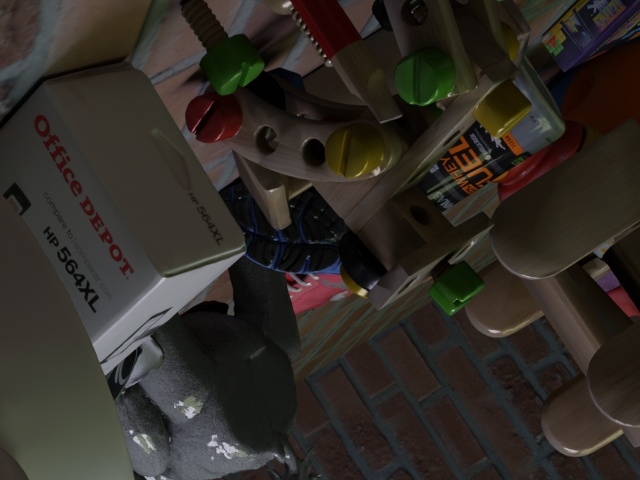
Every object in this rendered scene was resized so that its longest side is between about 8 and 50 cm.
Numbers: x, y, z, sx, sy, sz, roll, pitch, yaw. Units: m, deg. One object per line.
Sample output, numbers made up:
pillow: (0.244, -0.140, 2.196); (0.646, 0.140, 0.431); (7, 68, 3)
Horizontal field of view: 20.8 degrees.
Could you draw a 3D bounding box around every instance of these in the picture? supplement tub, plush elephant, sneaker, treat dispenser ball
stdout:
supplement tub: (0.128, -0.102, 1.669); (0.190, 0.117, 0.117); (-33, 171, 14)
plush elephant: (-0.151, 0.153, 1.681); (0.255, 0.330, 0.272); (-17, -169, 38)
sneaker: (-0.022, 0.035, 1.903); (0.136, 0.116, 0.314); (-30, 171, -11)
sneaker: (0.000, 0.000, 1.628); (0.221, 0.083, 0.087); (15, 172, -15)
treat dispenser ball: (0.397, -0.100, 2.089); (0.288, 0.288, 0.288); (-32, 171, -6)

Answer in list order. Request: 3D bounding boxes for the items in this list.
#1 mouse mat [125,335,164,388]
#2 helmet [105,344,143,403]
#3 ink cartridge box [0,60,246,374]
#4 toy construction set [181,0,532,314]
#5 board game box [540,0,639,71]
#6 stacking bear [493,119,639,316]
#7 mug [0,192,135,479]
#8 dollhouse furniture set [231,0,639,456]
mouse mat: (-0.244, 0.103, 1.475); (0.189, 0.153, 0.007); (-33, -146, 4)
helmet: (-0.236, 0.103, 1.360); (0.161, 0.169, 0.169); (-47, 175, -15)
ink cartridge box: (-0.165, 0.004, 1.117); (0.086, 0.148, 0.203); (-20, 163, -51)
toy construction set: (0.051, -0.076, 1.157); (0.257, 0.237, 0.309); (-35, 171, 11)
board game box: (0.327, -0.254, 1.796); (0.141, 0.048, 0.170); (-29, 170, -35)
stacking bear: (0.259, -0.056, 1.877); (0.175, 0.289, 0.164); (-26, -155, 53)
mug: (-0.281, 0.145, 0.905); (0.328, 0.276, 0.374); (-22, -161, -27)
dollhouse furniture set: (0.136, 0.017, 1.448); (0.256, 0.394, 0.362); (-32, 171, -4)
